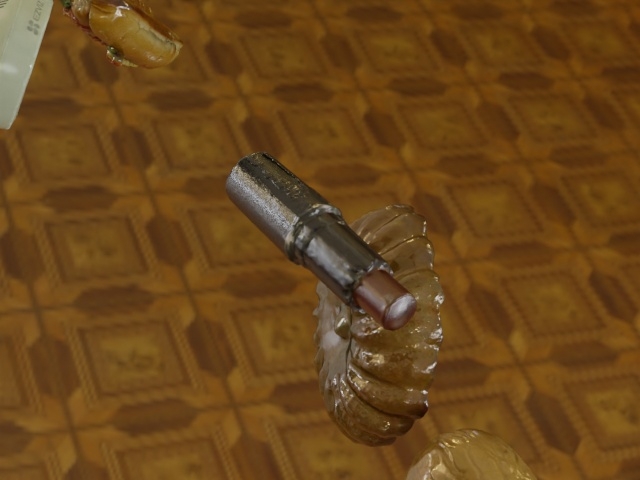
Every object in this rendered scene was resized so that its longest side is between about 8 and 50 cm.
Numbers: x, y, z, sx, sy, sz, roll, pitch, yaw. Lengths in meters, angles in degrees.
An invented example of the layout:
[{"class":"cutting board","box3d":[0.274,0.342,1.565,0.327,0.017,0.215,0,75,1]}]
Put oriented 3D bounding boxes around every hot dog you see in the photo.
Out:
[{"class":"hot dog","box3d":[-0.230,-0.245,1.705,0.104,0.076,0.250,44,3,10]}]

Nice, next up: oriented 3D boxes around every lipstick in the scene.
[{"class":"lipstick","box3d":[0.000,0.000,1.656,0.081,0.081,0.299,-17,42,-32]}]

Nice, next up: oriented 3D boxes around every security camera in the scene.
[{"class":"security camera","box3d":[-0.478,-0.261,1.896,0.236,0.194,0.195,17,39,-16]}]

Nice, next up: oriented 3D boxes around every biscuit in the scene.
[{"class":"biscuit","box3d":[0.064,0.110,1.955,0.107,0.326,0.326,7,41,-17]}]

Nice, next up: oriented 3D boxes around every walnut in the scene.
[{"class":"walnut","box3d":[0.193,0.340,1.811,0.193,0.193,0.226,-9,46,-26]}]
